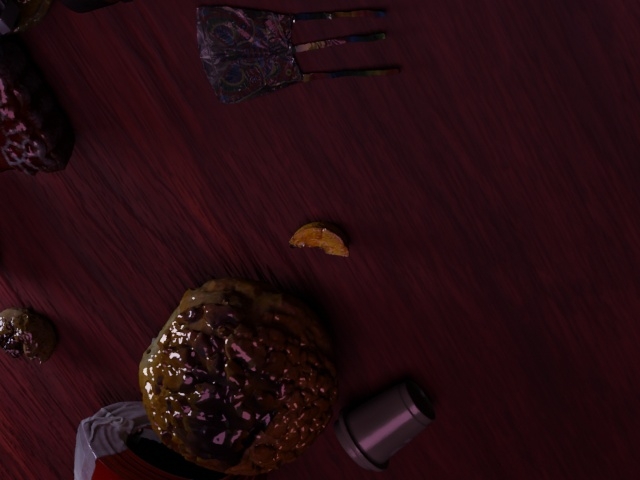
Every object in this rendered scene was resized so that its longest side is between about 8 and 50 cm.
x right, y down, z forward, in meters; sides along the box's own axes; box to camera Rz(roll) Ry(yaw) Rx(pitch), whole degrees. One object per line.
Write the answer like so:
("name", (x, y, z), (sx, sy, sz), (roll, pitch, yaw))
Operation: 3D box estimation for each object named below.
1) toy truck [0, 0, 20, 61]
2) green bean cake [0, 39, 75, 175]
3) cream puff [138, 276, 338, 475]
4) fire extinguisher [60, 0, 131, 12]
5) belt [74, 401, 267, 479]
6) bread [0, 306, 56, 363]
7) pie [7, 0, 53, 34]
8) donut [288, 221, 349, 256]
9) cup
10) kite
("toy truck", (-0.522, -0.291, 1.702), (0.256, 0.108, 0.140), (-18, 130, 23))
("green bean cake", (-0.505, -0.177, 1.849), (0.232, 0.097, 0.199), (-11, 123, 20))
("cream puff", (-0.138, 0.224, 1.940), (0.342, 0.231, 0.327), (-13, 120, 19))
("fire extinguisher", (-0.163, -0.393, 1.641), (0.376, 0.200, 0.113), (-11, 87, 29))
("belt", (-0.255, 0.380, 2.060), (0.323, 0.227, 0.115), (18, 121, 0))
("bread", (-0.493, 0.155, 2.077), (0.113, 0.060, 0.082), (19, 125, 2))
("pie", (-0.521, -0.413, 1.735), (0.323, 0.070, 0.323), (5, 120, 9))
("donut", (0.000, 0.000, 1.886), (0.083, 0.038, 0.067), (-20, 117, 28))
("cup", (0.106, 0.288, 2.001), (0.141, 0.120, 0.120), (-39, 107, 14))
("kite", (-0.033, -0.265, 1.747), (0.285, 0.015, 0.152), (-1, 123, 16))
